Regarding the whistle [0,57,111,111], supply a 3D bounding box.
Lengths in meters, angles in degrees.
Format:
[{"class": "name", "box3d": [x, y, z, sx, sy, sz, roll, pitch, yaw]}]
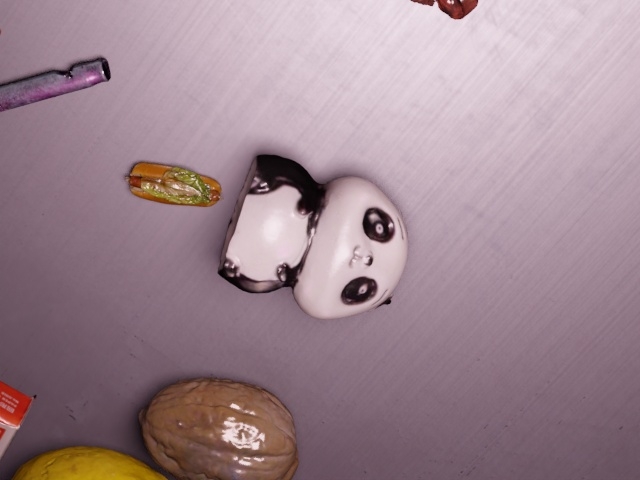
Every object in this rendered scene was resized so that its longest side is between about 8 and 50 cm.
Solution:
[{"class": "whistle", "box3d": [-0.352, -0.198, 1.671, 0.176, 0.033, 0.033, -14, 111, 9]}]

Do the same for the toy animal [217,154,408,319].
[{"class": "toy animal", "box3d": [-0.003, 0.000, 1.659, 0.235, 0.165, 0.187, 19, 96, -2]}]

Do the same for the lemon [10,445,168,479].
[{"class": "lemon", "box3d": [-0.315, 0.413, 1.812, 0.284, 0.260, 0.261, 26, 114, 14]}]

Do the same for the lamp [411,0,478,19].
[{"class": "lamp", "box3d": [0.210, -0.369, 1.512, 0.223, 0.151, 0.215, 11, 115, 47]}]

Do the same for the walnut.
[{"class": "walnut", "box3d": [-0.140, 0.267, 1.786, 0.230, 0.178, 0.178, 14, 114, 8]}]

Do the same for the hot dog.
[{"class": "hot dog", "box3d": [-0.191, -0.070, 1.709, 0.133, 0.041, 0.056, 10, 114, -1]}]

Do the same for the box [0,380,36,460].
[{"class": "box", "box3d": [-0.508, 0.277, 1.846, 0.133, 0.099, 0.182, 31, 112, -11]}]
